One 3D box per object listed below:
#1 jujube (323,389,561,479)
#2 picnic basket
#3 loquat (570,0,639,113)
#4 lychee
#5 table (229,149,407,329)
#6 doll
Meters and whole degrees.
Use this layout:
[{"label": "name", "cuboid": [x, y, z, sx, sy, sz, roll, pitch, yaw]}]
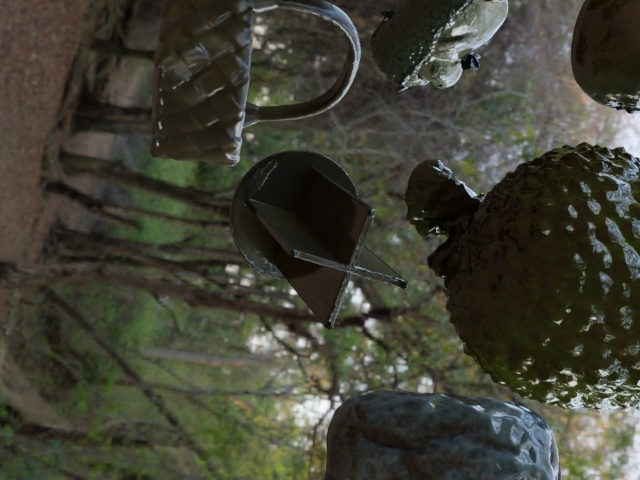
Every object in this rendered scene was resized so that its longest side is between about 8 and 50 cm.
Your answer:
[{"label": "jujube", "cuboid": [0.155, 0.306, 1.196, 0.226, 0.317, 0.226, 3, 90, -78]}, {"label": "picnic basket", "cuboid": [-0.097, -0.276, 1.412, 0.293, 0.337, 0.337, 109, -13, -56]}, {"label": "loquat", "cuboid": [0.411, -0.264, 1.133, 0.227, 0.179, 0.179, -47, -167, -1]}, {"label": "lychee", "cuboid": [0.246, 0.035, 0.890, 0.320, 0.270, 0.269, -4, -110, 38]}, {"label": "table", "cuboid": [0.000, 0.000, 1.034, 0.227, 0.167, 0.167, -135, -123, -67]}, {"label": "doll", "cuboid": [0.269, -0.475, 2.028, 0.349, 0.247, 0.247, -36, -143, 36]}]
